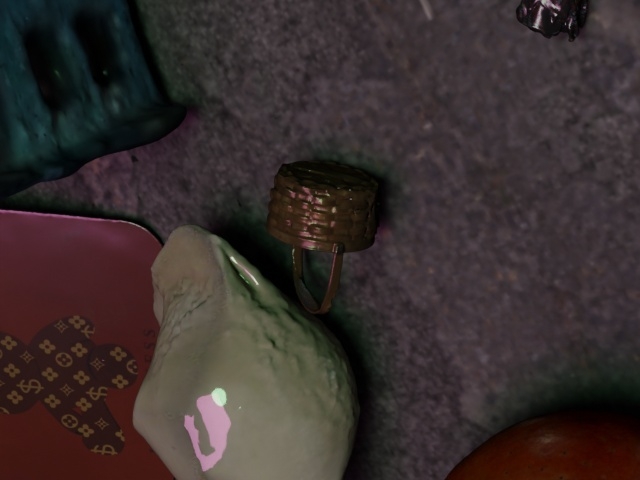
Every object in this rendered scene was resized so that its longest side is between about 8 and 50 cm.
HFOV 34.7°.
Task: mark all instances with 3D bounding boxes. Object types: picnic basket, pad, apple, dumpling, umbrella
[{"bbox_3d":[0.000,0.000,0.591,0.072,0.072,0.083,16,109,21],"label":"picnic basket"},{"bbox_3d":[-0.194,0.102,0.747,0.181,0.004,0.267,5,115,6],"label":"pad"},{"bbox_3d":[0.137,0.170,0.553,0.158,0.147,0.156,-9,140,40],"label":"apple"},{"bbox_3d":[-0.057,0.101,0.649,0.216,0.126,0.166,50,153,-16],"label":"dumpling"},{"bbox_3d":[0.124,-0.163,0.473,0.040,0.037,0.144,30,126,29],"label":"umbrella"}]

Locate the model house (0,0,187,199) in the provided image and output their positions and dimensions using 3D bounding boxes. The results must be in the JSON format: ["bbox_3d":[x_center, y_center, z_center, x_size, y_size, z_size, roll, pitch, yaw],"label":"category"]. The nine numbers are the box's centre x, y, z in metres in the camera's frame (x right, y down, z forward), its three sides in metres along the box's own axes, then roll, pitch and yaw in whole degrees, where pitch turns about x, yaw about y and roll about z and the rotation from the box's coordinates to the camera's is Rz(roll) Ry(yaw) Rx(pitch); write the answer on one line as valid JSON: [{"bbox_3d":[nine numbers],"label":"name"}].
[{"bbox_3d":[-0.247,-0.165,0.553,0.215,0.237,0.303,-8,106,29],"label":"model house"}]
